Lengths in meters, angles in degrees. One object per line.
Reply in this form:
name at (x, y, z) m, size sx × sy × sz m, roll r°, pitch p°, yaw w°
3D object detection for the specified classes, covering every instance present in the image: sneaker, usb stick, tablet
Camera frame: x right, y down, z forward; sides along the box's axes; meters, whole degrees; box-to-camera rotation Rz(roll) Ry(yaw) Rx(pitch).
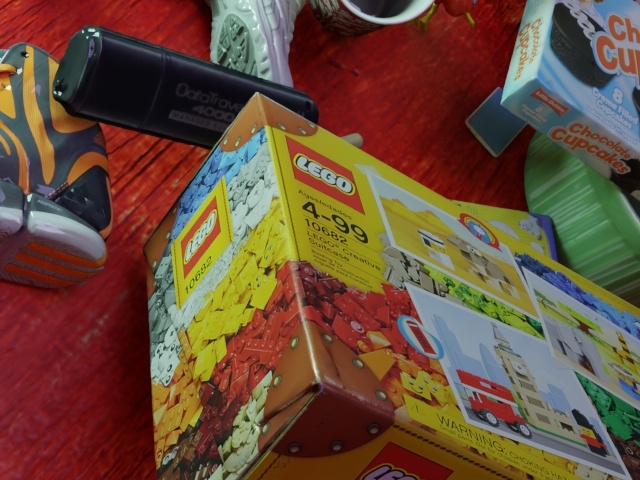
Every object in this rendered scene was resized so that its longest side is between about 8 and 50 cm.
sneaker at (-0.053, -0.223, 1.317) m, size 0.115 × 0.090 × 0.232 m, roll -3°, pitch 70°, yaw -39°
usb stick at (-0.109, -0.121, 1.161) m, size 0.278 × 0.045 × 0.077 m, roll 11°, pitch 102°, yaw -46°
tablet at (0.199, -0.133, 1.494) m, size 0.054 × 0.006 × 0.083 m, roll 48°, pitch 49°, yaw -4°
sneaker at (-0.312, -0.087, 1.065) m, size 0.321 × 0.124 × 0.180 m, roll 24°, pitch 51°, yaw -36°

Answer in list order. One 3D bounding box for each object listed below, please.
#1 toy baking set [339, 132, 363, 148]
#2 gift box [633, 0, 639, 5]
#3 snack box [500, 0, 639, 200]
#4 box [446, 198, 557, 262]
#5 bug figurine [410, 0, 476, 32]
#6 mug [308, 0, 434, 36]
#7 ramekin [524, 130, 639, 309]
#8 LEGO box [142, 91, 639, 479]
toy baking set at (-0.002, -0.007, 1.279) m, size 0.256 × 0.030 × 0.197 m, roll -13°, pitch 76°, yaw -38°
gift box at (0.338, -0.370, 1.512) m, size 0.276 × 0.255 × 0.258 m, roll -11°, pitch 37°, yaw -34°
snack box at (0.338, -0.134, 1.359) m, size 0.322 × 0.060 × 0.187 m, roll 31°, pitch 53°, yaw -18°
box at (0.167, 0.016, 1.371) m, size 0.179 × 0.043 × 0.105 m, roll 6°, pitch 68°, yaw -32°
bug figurine at (0.095, -0.333, 1.360) m, size 0.216 × 0.279 × 0.072 m, roll 43°, pitch 78°, yaw 10°
mug at (0.051, -0.278, 1.335) m, size 0.113 × 0.169 × 0.150 m, roll 10°, pitch 88°, yaw -11°
ramekin at (0.373, -0.057, 1.482) m, size 0.303 × 0.148 × 0.303 m, roll 15°, pitch 60°, yaw -28°
LEGO box at (0.119, 0.150, 1.067) m, size 0.500 × 0.193 × 0.372 m, roll 27°, pitch 26°, yaw -25°
